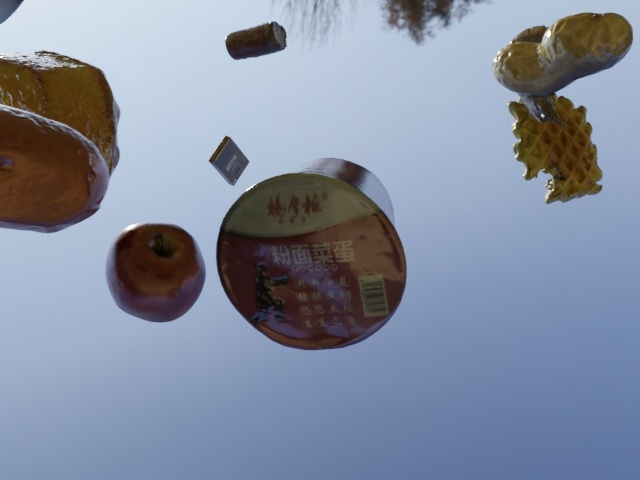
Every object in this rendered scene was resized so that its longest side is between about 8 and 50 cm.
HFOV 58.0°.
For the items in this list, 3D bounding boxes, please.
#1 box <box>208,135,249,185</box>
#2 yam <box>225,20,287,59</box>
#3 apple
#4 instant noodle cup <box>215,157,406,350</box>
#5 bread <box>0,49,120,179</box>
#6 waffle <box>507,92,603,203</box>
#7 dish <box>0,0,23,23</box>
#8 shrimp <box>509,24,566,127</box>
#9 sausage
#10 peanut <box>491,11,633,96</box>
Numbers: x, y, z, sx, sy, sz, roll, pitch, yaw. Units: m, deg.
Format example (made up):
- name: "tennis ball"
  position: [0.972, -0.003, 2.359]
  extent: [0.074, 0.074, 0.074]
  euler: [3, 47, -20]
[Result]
- name: "box"
  position: [-0.254, -0.221, 1.614]
  extent: [0.023, 0.133, 0.090]
  euler: [26, -102, 27]
- name: "yam"
  position: [-0.160, -0.501, 1.449]
  extent: [0.141, 0.079, 0.079]
  euler: [-4, -135, 26]
- name: "apple"
  position: [-0.372, 0.077, 1.288]
  extent: [0.230, 0.230, 0.230]
  euler: [7, -129, -8]
- name: "instant noodle cup"
  position: [0.000, 0.000, 0.760]
  extent: [0.235, 0.234, 0.178]
  euler: [19, -154, 3]
- name: "bread"
  position: [-0.618, -0.230, 1.266]
  extent: [0.398, 0.398, 0.215]
  euler: [41, -157, 19]
- name: "waffle"
  position: [0.506, -0.205, 1.237]
  extent: [0.261, 0.056, 0.250]
  euler: [-6, -97, -27]
- name: "dish"
  position: [-0.264, -0.257, 0.415]
  extent: [0.124, 0.324, 0.324]
  euler: [22, -131, -13]
- name: "shrimp"
  position: [0.417, -0.308, 1.076]
  extent: [0.047, 0.126, 0.223]
  euler: [4, -124, -37]
- name: "sausage"
  position: [-0.401, -0.092, 0.731]
  extent: [0.268, 0.153, 0.141]
  euler: [10, -164, -41]
- name: "peanut"
  position: [0.379, -0.293, 0.923]
  extent: [0.098, 0.229, 0.103]
  euler: [-17, -89, -35]
